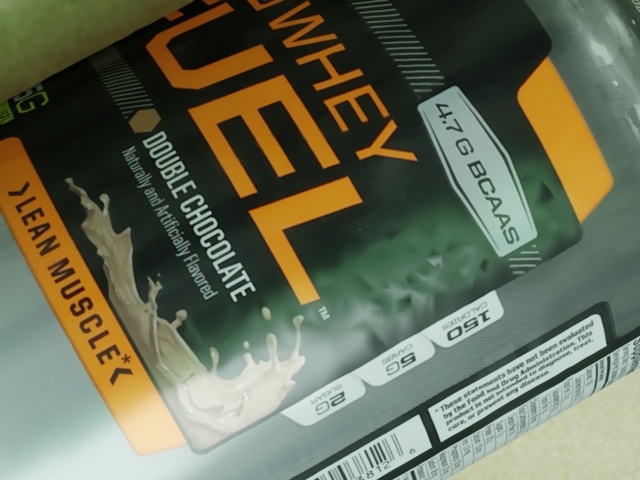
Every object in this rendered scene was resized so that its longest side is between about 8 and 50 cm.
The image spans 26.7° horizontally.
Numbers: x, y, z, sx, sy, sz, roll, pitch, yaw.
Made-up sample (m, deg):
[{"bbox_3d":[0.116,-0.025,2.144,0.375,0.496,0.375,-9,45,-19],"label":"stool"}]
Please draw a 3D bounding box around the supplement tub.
[{"bbox_3d":[0.000,0.000,0.519,0.338,0.207,0.207,-29,118,-7],"label":"supplement tub"}]
